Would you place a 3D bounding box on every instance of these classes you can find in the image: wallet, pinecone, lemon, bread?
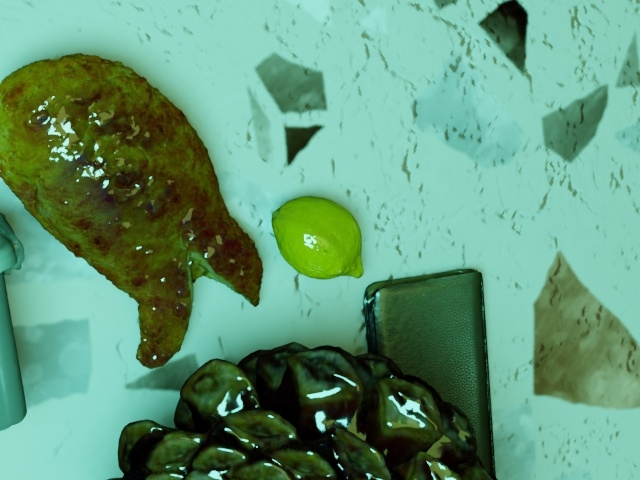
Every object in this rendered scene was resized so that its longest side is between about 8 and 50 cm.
[{"bbox_3d":[0.096,0.128,1.166,0.110,0.031,0.198,-8,99,-19],"label":"wallet"},{"bbox_3d":[0.001,0.198,1.005,0.298,0.296,0.242,14,87,17],"label":"pinecone"},{"bbox_3d":[0.000,0.000,1.099,0.092,0.065,0.065,36,83,-15],"label":"lemon"},{"bbox_3d":[-0.140,-0.027,1.028,0.139,0.095,0.269,-35,111,-6],"label":"bread"}]

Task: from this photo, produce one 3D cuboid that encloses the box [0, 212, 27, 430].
[{"bbox_3d":[-0.321,0.075,0.942,0.243,0.163,0.135,-15,110,-20],"label":"box"}]
